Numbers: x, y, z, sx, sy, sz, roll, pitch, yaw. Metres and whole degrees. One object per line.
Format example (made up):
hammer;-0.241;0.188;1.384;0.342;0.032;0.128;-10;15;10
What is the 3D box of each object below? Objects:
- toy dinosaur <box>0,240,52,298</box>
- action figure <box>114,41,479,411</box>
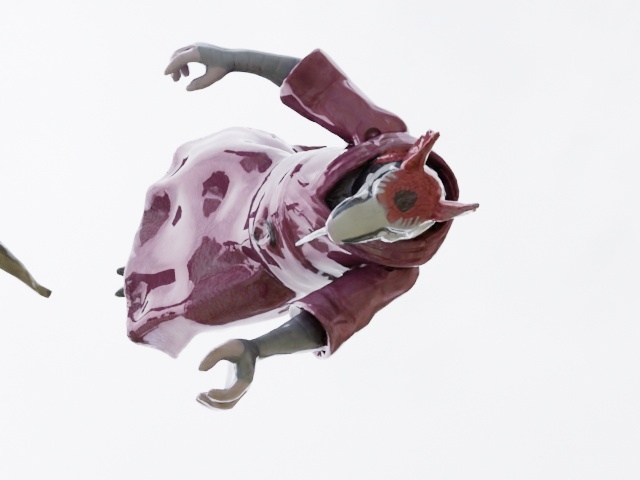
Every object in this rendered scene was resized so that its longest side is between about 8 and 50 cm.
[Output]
toy dinosaur;-0.318;-0.012;0.824;0.268;0.064;0.118;44;-150;-23
action figure;0.000;0.000;0.782;0.276;0.370;0.248;8;-100;-34
